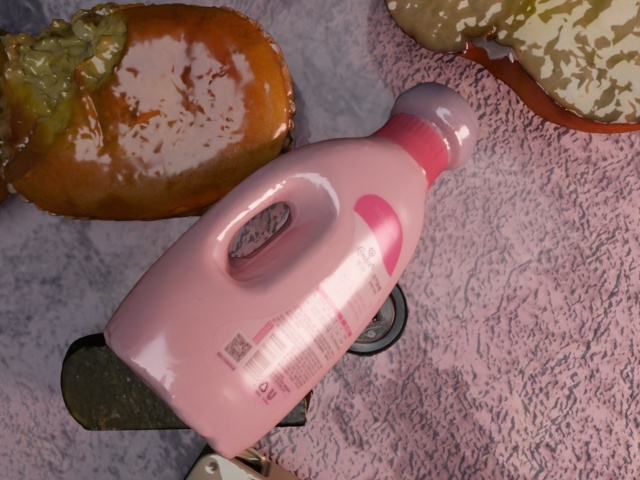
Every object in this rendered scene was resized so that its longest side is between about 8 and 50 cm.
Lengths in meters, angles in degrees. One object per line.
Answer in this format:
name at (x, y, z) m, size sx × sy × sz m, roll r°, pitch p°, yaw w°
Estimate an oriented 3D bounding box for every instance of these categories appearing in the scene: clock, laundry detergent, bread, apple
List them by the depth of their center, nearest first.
apple at (0.203, -0.216, 0.481) m, size 0.293 × 0.163 × 0.251 m, roll 41°, pitch 105°, yaw 12°
laundry detergent at (0.000, 0.000, 0.487) m, size 0.335 × 0.088 × 0.159 m, roll -46°, pitch 116°, yaw -19°
bread at (-0.142, -0.104, 0.522) m, size 0.250 × 0.133 × 0.179 m, roll -4°, pitch 98°, yaw 4°
clock at (0.040, 0.066, 0.581) m, size 0.085 × 0.017 × 0.085 m, roll 0°, pitch 94°, yaw 3°

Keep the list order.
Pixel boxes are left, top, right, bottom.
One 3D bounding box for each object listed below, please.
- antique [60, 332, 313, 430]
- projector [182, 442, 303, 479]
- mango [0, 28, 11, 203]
antique at (-0.119, 0.120, 0.563) m, size 0.220 × 0.080 × 0.081 m, roll -2°, pitch 93°, yaw 4°
projector at (-0.061, 0.356, 0.576) m, size 0.257 × 0.079 × 0.259 m, roll 33°, pitch 97°, yaw -1°
mango at (-0.323, -0.104, 0.549) m, size 0.115 × 0.090 × 0.178 m, roll 5°, pitch 90°, yaw 6°
